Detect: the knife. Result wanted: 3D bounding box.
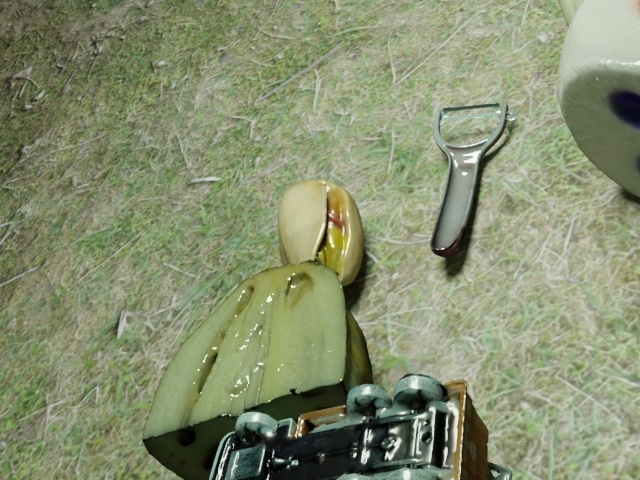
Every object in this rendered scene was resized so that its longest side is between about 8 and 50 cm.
[{"bbox_3d":[0.200,-0.079,1.416,0.123,0.053,0.278,-6,48,27],"label":"knife"}]

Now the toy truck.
[{"bbox_3d":[0.026,0.269,1.093,0.338,0.184,0.133,-17,39,27],"label":"toy truck"}]

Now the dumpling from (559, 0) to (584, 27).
[{"bbox_3d":[0.435,-0.365,1.480,0.179,0.131,0.252,-3,57,6],"label":"dumpling"}]

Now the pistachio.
[{"bbox_3d":[0.000,0.000,1.449,0.201,0.117,0.145,-101,32,-41],"label":"pistachio"}]

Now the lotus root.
[{"bbox_3d":[-0.059,0.161,1.285,0.267,0.149,0.260,-19,33,18],"label":"lotus root"}]

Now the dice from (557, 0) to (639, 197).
[{"bbox_3d":[0.452,-0.198,1.186,0.259,0.251,0.243,-50,38,-16],"label":"dice"}]
